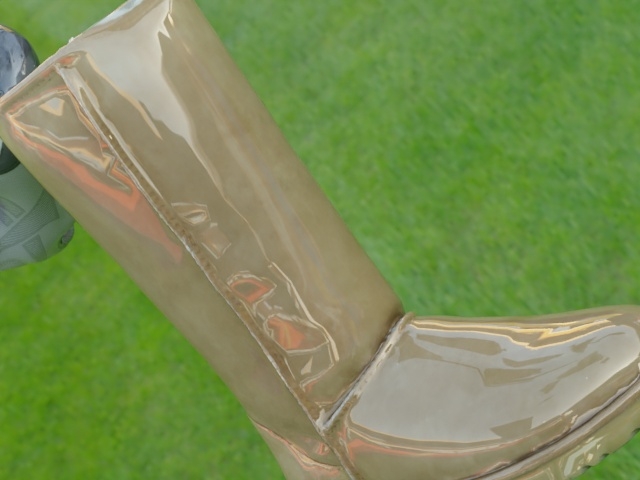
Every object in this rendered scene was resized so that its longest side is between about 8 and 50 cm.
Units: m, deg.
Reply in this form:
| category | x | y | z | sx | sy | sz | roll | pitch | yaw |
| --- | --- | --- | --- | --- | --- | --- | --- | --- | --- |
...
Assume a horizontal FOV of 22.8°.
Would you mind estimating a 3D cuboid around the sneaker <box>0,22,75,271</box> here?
| category | x | y | z | sx | sy | sz | roll | pitch | yaw |
| --- | --- | --- | --- | --- | --- | --- | --- | --- | --- |
| sneaker | -0.188 | -0.055 | 0.965 | 0.271 | 0.108 | 0.100 | 122 | 133 | -65 |

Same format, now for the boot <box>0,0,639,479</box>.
| category | x | y | z | sx | sy | sz | roll | pitch | yaw |
| --- | --- | --- | --- | --- | --- | --- | --- | --- | --- |
| boot | 0.000 | 0.000 | 0.691 | 0.236 | 0.269 | 0.089 | -31 | 7 | 36 |
